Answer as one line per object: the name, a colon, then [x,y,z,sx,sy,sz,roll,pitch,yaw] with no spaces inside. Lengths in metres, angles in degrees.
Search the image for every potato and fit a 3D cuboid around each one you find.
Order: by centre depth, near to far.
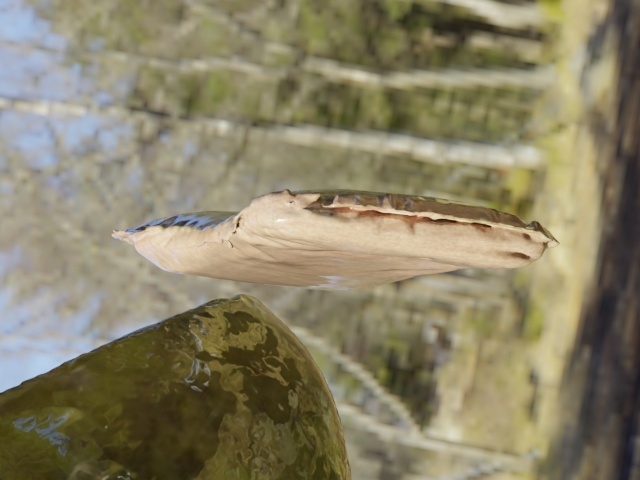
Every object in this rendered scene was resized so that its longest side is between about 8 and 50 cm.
potato: [-0.085,0.116,0.993,0.255,0.269,0.112,-54,2,-31]

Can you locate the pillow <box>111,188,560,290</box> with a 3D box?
pillow: [0.003,0.000,0.859,0.211,0.135,0.034,-9,74,64]
